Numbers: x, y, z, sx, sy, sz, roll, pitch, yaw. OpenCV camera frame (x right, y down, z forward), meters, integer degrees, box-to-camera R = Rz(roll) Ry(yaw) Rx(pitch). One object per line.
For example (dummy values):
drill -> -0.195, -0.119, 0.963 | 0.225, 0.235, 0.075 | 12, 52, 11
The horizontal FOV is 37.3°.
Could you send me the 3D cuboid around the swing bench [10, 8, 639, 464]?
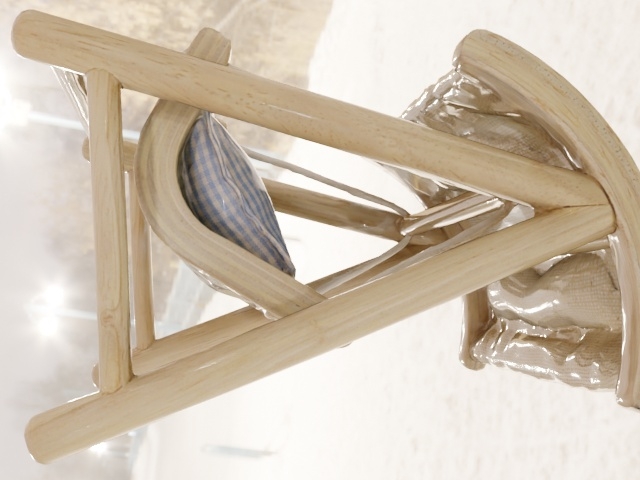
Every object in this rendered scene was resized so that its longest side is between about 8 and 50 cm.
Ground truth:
swing bench -> 0.000, 0.000, 0.474 | 0.253, 0.254, 0.165 | 154, 113, -81
